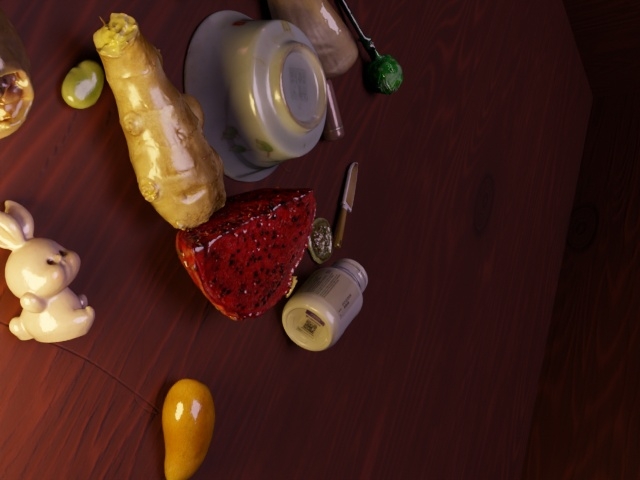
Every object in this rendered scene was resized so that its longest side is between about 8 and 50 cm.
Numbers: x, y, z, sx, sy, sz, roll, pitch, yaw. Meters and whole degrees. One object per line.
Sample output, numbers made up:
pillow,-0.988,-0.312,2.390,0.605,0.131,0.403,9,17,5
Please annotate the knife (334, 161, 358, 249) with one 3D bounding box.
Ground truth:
knife,0.061,-0.087,2.041,0.046,0.022,0.256,49,44,-48

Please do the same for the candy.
candy,0.109,-0.505,2.116,0.323,0.097,0.097,55,43,-29

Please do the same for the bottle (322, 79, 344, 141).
bottle,0.016,-0.301,1.959,0.053,0.053,0.140,-41,121,-51

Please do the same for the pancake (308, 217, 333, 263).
pancake,0.000,0.001,1.943,0.108,0.017,0.108,5,84,-53

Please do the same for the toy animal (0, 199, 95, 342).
toy animal,-0.401,0.040,1.217,0.124,0.124,0.213,-42,125,-51

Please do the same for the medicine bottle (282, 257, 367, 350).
medicine bottle,0.019,0.131,1.851,0.215,0.135,0.135,-48,126,-49

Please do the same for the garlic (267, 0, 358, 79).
garlic,-0.043,-0.486,1.840,0.338,0.151,0.196,52,13,-35

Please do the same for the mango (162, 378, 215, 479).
mango,-0.232,0.334,1.489,0.102,0.084,0.184,2,91,-57

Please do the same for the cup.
cup,-0.097,-0.293,1.682,0.347,0.163,0.347,5,84,-57

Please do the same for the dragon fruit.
dragon fruit,-0.157,0.031,1.586,0.317,0.152,0.205,-28,121,-43

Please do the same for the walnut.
walnut,-0.471,-0.252,1.114,0.238,0.141,0.204,23,64,-58

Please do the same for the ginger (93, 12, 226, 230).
ginger,-0.246,-0.208,1.432,0.236,0.166,0.376,-36,134,-47

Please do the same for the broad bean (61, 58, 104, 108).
broad bean,-0.376,-0.247,1.348,0.063,0.045,0.083,40,61,-41
